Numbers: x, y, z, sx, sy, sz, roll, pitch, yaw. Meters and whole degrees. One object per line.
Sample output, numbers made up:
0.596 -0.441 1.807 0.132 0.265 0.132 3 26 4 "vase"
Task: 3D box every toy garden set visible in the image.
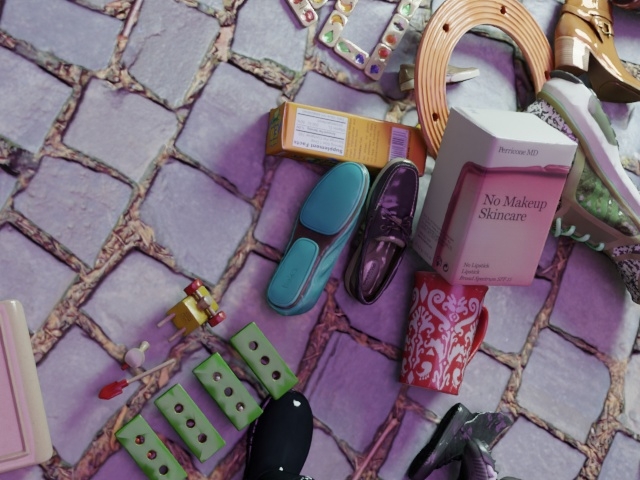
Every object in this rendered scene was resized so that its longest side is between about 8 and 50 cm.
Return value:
-0.188 0.194 1.618 0.244 0.049 0.204 -39 95 -16 "toy garden set"

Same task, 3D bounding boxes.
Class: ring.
0.259 -0.223 1.804 0.336 0.032 0.336 2 86 -41 "ring"

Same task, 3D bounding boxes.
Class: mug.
0.195 0.144 1.743 0.150 0.113 0.169 15 82 -18 "mug"

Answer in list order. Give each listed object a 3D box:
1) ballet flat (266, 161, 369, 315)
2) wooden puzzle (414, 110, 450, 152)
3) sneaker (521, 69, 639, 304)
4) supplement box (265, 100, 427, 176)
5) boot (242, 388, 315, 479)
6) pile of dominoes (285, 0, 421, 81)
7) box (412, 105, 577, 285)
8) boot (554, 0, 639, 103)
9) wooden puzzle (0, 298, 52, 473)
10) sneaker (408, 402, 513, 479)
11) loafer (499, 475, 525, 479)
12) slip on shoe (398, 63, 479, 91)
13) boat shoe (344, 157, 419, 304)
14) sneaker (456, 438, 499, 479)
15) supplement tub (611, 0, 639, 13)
0.000 0.000 1.695 0.083 0.087 0.247 25 82 21 "ballet flat"
0.202 -0.161 1.828 0.116 0.014 0.078 38 77 -14 "wooden puzzle"
0.399 -0.056 1.831 0.182 0.158 0.410 -31 106 -1 "sneaker"
0.040 -0.146 1.728 0.233 0.078 0.080 11 82 -20 "supplement box"
-0.042 0.321 1.576 0.094 0.207 0.246 24 76 -17 "boot"
0.070 -0.401 1.787 0.196 0.040 0.251 32 73 -16 "pile of dominoes"
0.249 -0.062 1.684 0.148 0.127 0.232 2 116 -26 "box"
0.472 -0.320 1.923 0.197 0.073 0.152 22 66 -29 "boot"
-0.483 0.205 1.506 0.238 0.044 0.221 -11 88 -27 "wooden puzzle"
0.212 0.315 1.760 0.089 0.051 0.170 41 69 -10 "sneaker"
0.360 0.522 1.752 0.130 0.134 0.366 -35 97 -21 "loafer"
0.185 -0.262 1.813 0.135 0.051 0.041 -11 91 -14 "slip on shoe"
0.100 -0.008 1.703 0.080 0.073 0.223 16 102 -20 "boat shoe"
0.207 0.408 1.717 0.106 0.078 0.234 -3 105 -13 "sneaker"
0.579 -0.421 1.946 0.198 0.106 0.106 7 82 -35 "supplement tub"
